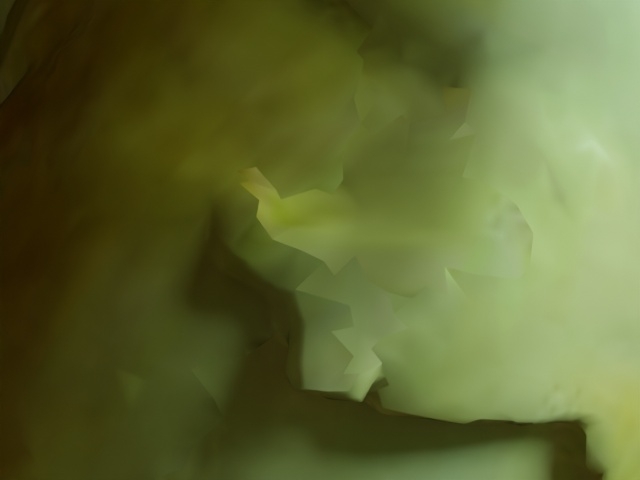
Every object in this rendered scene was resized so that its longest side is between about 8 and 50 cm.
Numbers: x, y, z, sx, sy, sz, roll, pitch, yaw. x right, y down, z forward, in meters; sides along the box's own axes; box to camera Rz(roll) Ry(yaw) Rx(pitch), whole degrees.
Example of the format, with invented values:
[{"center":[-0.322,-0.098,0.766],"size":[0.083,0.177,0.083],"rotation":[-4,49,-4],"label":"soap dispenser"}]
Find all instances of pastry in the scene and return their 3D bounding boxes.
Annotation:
[{"center":[0.000,0.000,0.505],"size":[0.245,0.409,0.409],"rotation":[20,64,-20],"label":"pastry"}]
